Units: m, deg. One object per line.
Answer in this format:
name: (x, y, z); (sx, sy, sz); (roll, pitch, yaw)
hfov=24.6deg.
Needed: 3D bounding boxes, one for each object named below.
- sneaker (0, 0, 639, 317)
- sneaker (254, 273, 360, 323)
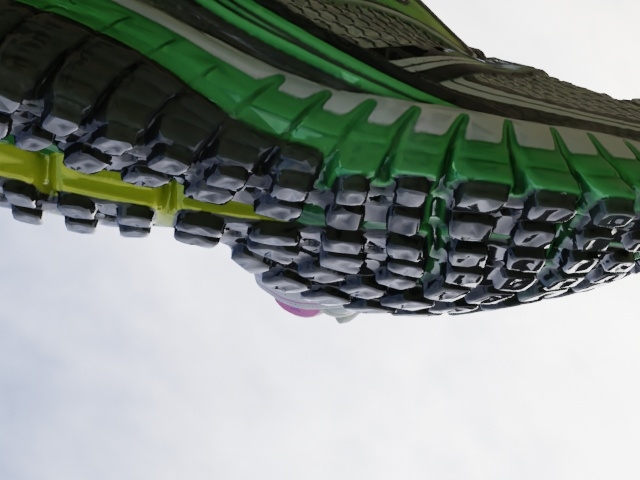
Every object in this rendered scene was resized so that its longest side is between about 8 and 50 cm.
sneaker: (-0.002, -0.068, 0.498); (0.343, 0.134, 0.146); (16, -112, -20)
sneaker: (0.000, 0.000, 1.066); (0.103, 0.111, 0.252); (22, 173, 28)
